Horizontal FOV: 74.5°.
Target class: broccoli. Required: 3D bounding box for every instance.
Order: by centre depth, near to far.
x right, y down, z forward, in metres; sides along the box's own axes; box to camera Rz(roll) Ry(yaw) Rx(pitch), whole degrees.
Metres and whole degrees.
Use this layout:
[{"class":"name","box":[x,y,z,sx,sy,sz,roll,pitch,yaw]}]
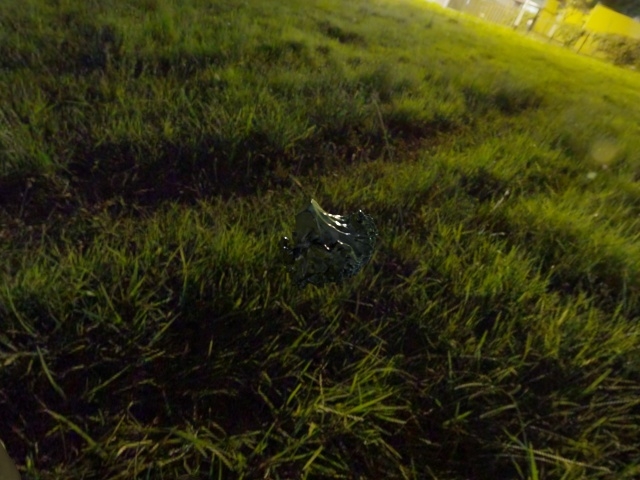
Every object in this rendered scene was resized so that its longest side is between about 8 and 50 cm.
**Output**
[{"class":"broccoli","box":[0.016,0.019,1.373,0.272,0.324,0.334,35,42,0]}]

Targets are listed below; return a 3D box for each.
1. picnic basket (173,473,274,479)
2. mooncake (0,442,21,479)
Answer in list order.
[{"class":"picnic basket","box":[-0.206,0.591,0.788,0.337,0.293,0.337,1,10,0]},{"class":"mooncake","box":[-0.353,0.203,0.289,0.187,0.351,0.351,-25,54,-29]}]
